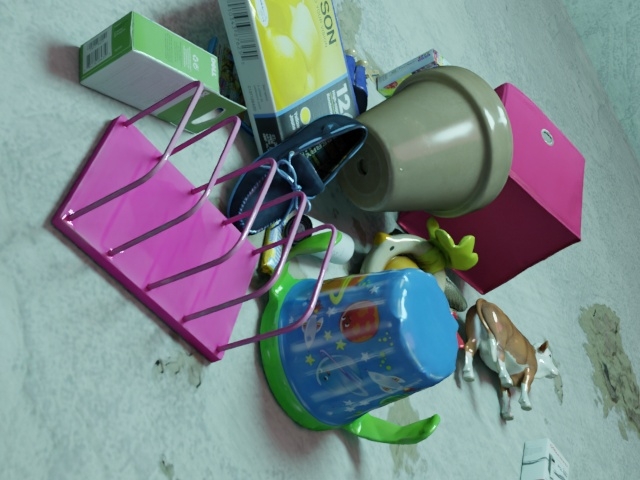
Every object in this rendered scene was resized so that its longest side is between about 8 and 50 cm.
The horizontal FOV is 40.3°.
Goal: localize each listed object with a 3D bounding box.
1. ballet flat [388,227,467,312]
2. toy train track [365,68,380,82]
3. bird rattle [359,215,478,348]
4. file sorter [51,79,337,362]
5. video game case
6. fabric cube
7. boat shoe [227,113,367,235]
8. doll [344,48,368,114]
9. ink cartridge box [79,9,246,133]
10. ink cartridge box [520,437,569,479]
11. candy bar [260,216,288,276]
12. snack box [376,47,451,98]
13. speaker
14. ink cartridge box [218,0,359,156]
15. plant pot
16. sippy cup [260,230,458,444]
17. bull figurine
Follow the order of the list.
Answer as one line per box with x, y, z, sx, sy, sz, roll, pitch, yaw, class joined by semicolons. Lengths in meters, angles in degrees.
0.195;0.069;1.644;0.058;0.084;0.250;-51;126;-7;ballet flat
0.099;-0.339;1.771;0.048;0.014;0.083;62;28;3;toy train track
0.158;0.081;1.525;0.207;0.143;0.253;14;99;-23;bird rattle
-0.141;-0.026;1.111;0.291;0.182;0.202;47;40;-29;file sorter
-0.125;-0.233;1.398;0.166;0.015;0.119;39;44;-37;video game case
0.343;-0.102;1.726;0.254;0.259;0.258;41;41;-17;fabric cube
-0.034;-0.108;1.301;0.258;0.089;0.109;-50;126;-18;boat shoe
0.066;-0.270;1.656;0.129;0.046;0.189;34;46;-39;doll
-0.210;-0.222;1.188;0.209;0.109;0.062;21;57;-48;ink cartridge box
0.457;0.486;1.775;0.099;0.056;0.135;49;39;-25;ink cartridge box
-0.068;-0.009;1.351;0.040;0.018;0.161;40;42;-35;candy bar
0.201;-0.326;1.789;0.100;0.141;0.037;30;49;-43;snack box
0.000;0.000;1.392;0.136;0.055;0.055;23;54;-57;speaker
-0.019;-0.291;1.425;0.307;0.072;0.303;-39;122;-45;ink cartridge box
0.149;-0.146;1.460;0.229;0.263;0.263;-19;88;-35;plant pot
0.070;0.145;1.270;0.305;0.224;0.240;36;47;-40;sippy cup
0.381;0.243;1.764;0.310;0.101;0.188;40;45;-36;bull figurine
